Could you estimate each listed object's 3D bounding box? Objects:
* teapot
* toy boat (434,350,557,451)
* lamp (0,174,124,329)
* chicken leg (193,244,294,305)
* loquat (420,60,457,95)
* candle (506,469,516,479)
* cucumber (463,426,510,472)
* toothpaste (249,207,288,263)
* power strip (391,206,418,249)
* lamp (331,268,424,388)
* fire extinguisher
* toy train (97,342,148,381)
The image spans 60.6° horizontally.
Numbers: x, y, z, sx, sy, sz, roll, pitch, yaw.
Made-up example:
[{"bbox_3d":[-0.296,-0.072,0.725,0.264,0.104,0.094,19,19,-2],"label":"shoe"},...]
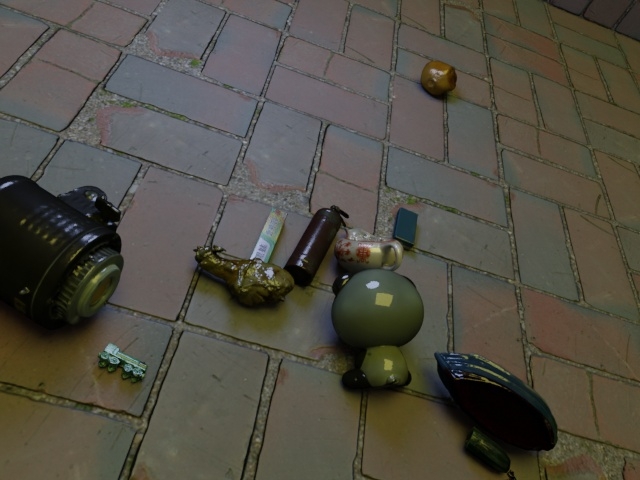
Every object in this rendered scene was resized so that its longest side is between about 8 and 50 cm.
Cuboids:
[{"bbox_3d":[0.118,0.029,1.261,0.159,0.245,0.116,11,89,-31],"label":"teapot"},{"bbox_3d":[0.368,0.330,1.149,0.309,0.129,0.142,34,14,3],"label":"toy boat"},{"bbox_3d":[-0.499,0.030,0.967,0.272,0.205,0.374,42,38,19],"label":"lamp"},{"bbox_3d":[-0.168,0.075,1.153,0.227,0.088,0.103,20,63,-8],"label":"chicken leg"},{"bbox_3d":[0.416,-0.568,1.919,0.137,0.113,0.137,4,28,-2],"label":"loquat"},{"bbox_3d":[0.351,0.514,1.045,0.021,0.026,0.167,36,48,3],"label":"candle"},{"bbox_3d":[0.337,0.425,1.096,0.105,0.048,0.048,37,48,9],"label":"cucumber"},{"bbox_3d":[-0.121,-0.001,1.268,0.043,0.037,0.179,23,47,-5],"label":"toothpaste"},{"bbox_3d":[0.221,-0.033,1.439,0.056,0.032,0.123,22,47,-5],"label":"power strip"},{"bbox_3d":[0.121,0.180,1.136,0.197,0.197,0.244,3,74,-20],"label":"lamp"},{"bbox_3d":[0.000,0.000,1.299,0.089,0.072,0.268,47,44,-19],"label":"fire extinguisher"},{"bbox_3d":[-0.357,0.222,0.992,0.092,0.029,0.045,27,31,-5],"label":"toy train"}]
